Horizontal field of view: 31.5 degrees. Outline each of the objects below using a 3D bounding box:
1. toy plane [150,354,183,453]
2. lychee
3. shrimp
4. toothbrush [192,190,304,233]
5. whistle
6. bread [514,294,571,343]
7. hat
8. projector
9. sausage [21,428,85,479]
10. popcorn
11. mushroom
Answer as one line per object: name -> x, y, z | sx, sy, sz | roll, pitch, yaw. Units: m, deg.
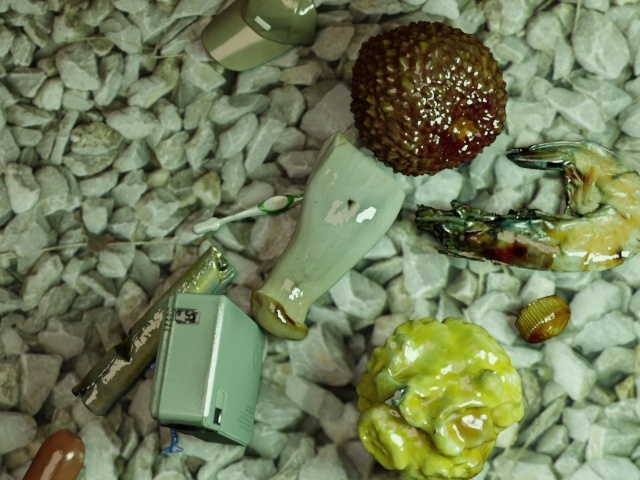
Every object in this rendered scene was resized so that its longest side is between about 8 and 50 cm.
toy plane -> -0.238, 0.248, 1.773 | 0.054, 0.062, 0.167 | -9, 82, 7
lychee -> 0.154, -0.232, 1.762 | 0.272, 0.271, 0.271 | -3, 73, 9
shrimp -> 0.334, -0.059, 1.768 | 0.365, 0.071, 0.233 | 5, 65, 12
toothbrush -> -0.064, -0.062, 1.851 | 0.304, 0.030, 0.030 | -18, 71, 4
whistle -> -0.263, 0.144, 1.810 | 0.326, 0.057, 0.068 | -46, 116, -6
bread -> 0.337, 0.123, 1.697 | 0.085, 0.085, 0.053 | -33, 64, -1
hat -> -0.113, -0.384, 1.914 | 0.173, 0.144, 0.166 | -26, 67, -23
projector -> -0.165, 0.196, 1.669 | 0.099, 0.256, 0.191 | 3, 74, 11
sausage -> -0.429, 0.385, 1.756 | 0.077, 0.077, 0.194 | 25, 80, 16
popcorn -> 0.163, 0.224, 1.623 | 0.249, 0.225, 0.249 | -6, 63, 12
mushroom -> 0.000, 0.000, 1.781 | 0.159, 0.122, 0.328 | 31, 84, 26
